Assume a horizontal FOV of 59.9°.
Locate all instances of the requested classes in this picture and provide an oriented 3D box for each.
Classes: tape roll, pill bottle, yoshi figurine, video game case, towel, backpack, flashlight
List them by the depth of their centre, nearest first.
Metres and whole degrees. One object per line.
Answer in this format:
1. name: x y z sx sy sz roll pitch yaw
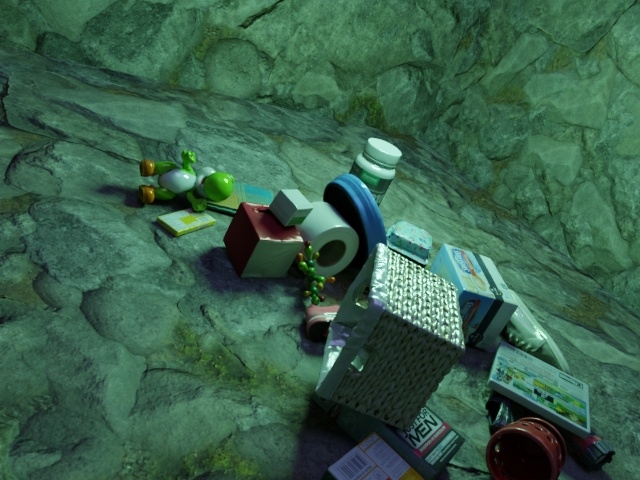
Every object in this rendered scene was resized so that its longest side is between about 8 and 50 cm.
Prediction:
1. flashlight: 0.823 0.605 1.836 0.103 0.103 0.304 43 10 -40
2. video game case: 0.737 0.488 1.865 0.329 0.036 0.300 28 25 15
3. tape roll: 0.000 0.000 2.072 0.246 0.246 0.169 2 35 -37
4. yoshi figurine: -0.483 -0.216 2.083 0.363 0.203 0.202 -2 54 -28
5. towel: -0.370 -0.181 2.318 0.371 0.040 0.271 13 28 -17
6. backpack: 0.370 0.031 2.398 0.225 0.191 0.253 27 22 5
7. pill bottle: 0.230 -0.290 2.643 0.204 0.360 0.204 19 28 -11

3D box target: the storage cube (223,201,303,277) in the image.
1. storage cube: -0.203 0.004 1.944 0.184 0.214 0.193 4 41 -36

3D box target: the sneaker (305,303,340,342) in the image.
1. sneaker: 0.093 0.262 1.826 0.314 0.115 0.136 11 29 -24

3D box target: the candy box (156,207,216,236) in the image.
1. candy box: -0.489 -0.072 2.034 0.105 0.027 0.206 32 28 20

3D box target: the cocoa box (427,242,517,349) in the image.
1. cocoa box: 0.563 0.212 2.169 0.228 0.231 0.347 18 28 -11

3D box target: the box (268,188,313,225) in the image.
1. box: -0.101 -0.114 1.919 0.102 0.087 0.101 48 28 20

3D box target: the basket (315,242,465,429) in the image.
1. basket: 0.182 0.248 1.450 0.267 0.328 0.331 26 26 -3

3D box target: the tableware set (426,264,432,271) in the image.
1. tableware set: 0.479 0.156 2.432 0.104 0.024 0.154 5 34 -28

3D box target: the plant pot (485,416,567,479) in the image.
1. plant pot: 0.583 0.597 1.559 0.191 0.191 0.174 40 24 27

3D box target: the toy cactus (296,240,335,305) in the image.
1. toy cactus: -0.024 0.125 1.909 0.112 0.180 0.218 -16 68 -10

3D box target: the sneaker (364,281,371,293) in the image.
1. sneaker: 0.232 0.208 2.110 0.189 0.066 0.071 24 43 9

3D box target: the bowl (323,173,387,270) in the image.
1. bowl: 0.123 -0.064 2.161 0.077 0.390 0.391 -20 46 -20

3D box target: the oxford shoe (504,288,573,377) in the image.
1. oxford shoe: 0.823 0.391 2.199 0.130 0.169 0.449 -29 53 -3

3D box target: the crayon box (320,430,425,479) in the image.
1. crayon box: 0.174 0.623 1.288 0.323 0.083 0.203 38 30 26

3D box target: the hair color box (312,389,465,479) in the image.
1. hair color box: 0.181 0.483 1.508 0.375 0.113 0.185 38 30 25

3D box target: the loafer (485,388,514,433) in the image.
1. loafer: 0.570 0.529 1.783 0.078 0.076 0.223 32 30 -6
